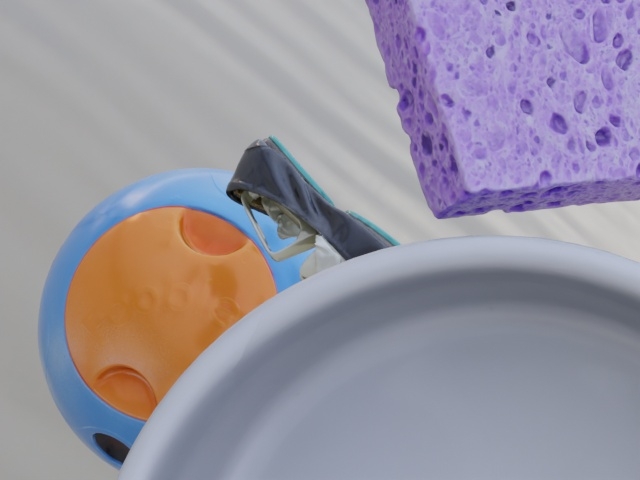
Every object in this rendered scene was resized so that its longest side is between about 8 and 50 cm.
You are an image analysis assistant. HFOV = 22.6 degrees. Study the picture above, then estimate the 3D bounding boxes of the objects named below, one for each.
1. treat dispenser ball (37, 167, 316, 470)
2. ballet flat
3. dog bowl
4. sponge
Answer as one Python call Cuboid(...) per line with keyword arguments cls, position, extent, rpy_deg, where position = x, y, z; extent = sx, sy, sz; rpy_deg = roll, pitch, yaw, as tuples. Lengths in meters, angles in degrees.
Cuboid(cls="treat dispenser ball", position=(-0.107, 0.080, 1.432), extent=(0.288, 0.288, 0.288), rpy_deg=(34, 21, -15))
Cuboid(cls="ballet flat", position=(0.000, 0.000, 1.173), extent=(0.203, 0.074, 0.074), rpy_deg=(42, 18, 33))
Cuboid(cls="dog bowl", position=(0.059, 0.135, 0.546), extent=(0.265, 0.265, 0.104), rpy_deg=(45, 2, 14))
Cuboid(cls="sponge", position=(0.121, -0.074, 0.633), extent=(0.210, 0.031, 0.117), rpy_deg=(-5, 72, -29))
